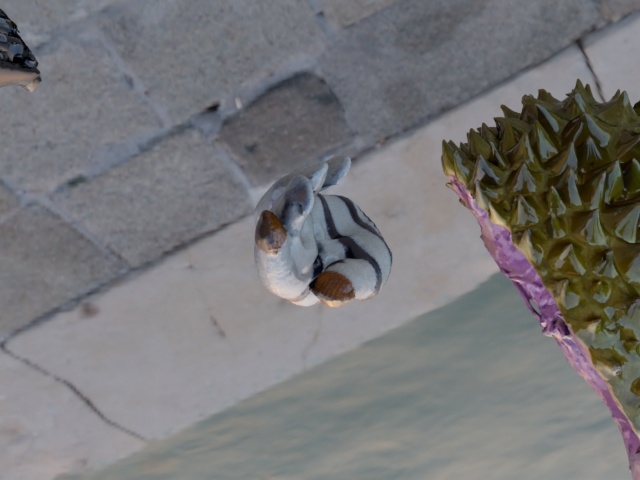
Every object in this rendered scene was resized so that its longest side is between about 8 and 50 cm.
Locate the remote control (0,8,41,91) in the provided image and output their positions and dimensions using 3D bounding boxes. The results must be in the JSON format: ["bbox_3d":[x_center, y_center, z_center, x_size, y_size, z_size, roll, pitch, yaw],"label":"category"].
[{"bbox_3d":[-0.398,-0.199,0.946,0.062,0.145,0.399,-43,169,17],"label":"remote control"}]

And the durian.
[{"bbox_3d":[0.188,0.004,0.646,0.186,0.260,0.154,-40,163,-11],"label":"durian"}]

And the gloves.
[{"bbox_3d":[-0.013,-0.001,0.979,0.131,0.140,0.218,-11,172,30],"label":"gloves"}]
